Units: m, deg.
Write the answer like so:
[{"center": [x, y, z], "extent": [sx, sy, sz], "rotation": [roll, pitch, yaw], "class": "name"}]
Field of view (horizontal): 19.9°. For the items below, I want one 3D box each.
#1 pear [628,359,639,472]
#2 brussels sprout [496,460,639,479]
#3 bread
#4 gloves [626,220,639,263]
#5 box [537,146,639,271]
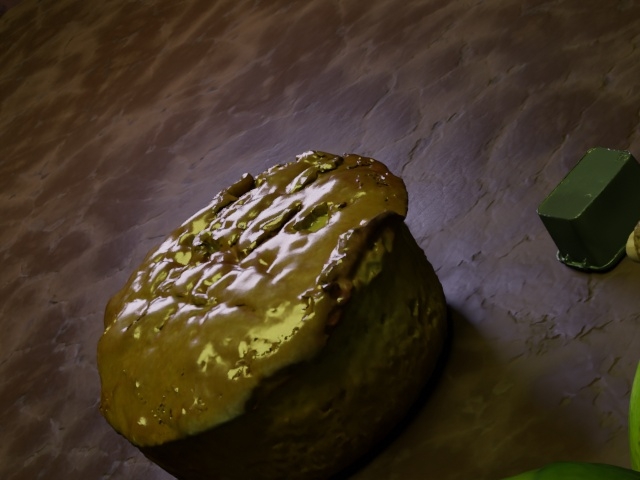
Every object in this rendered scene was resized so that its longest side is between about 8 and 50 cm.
[{"center": [0.347, 0.122, 1.246], "extent": [0.292, 0.292, 0.159], "rotation": [-20, 42, 32], "class": "pear"}, {"center": [0.157, 0.329, 1.188], "extent": [0.276, 0.315, 0.371], "rotation": [8, 87, 22], "class": "brussels sprout"}, {"center": [-0.049, 0.085, 1.886], "extent": [0.398, 0.215, 0.398], "rotation": [-28, 28, 17], "class": "bread"}, {"center": [0.377, 0.020, 1.519], "extent": [0.203, 0.155, 0.356], "rotation": [-11, 12, -1], "class": "gloves"}, {"center": [0.279, -0.034, 1.826], "extent": [0.122, 0.069, 0.084], "rotation": [-47, 30, -18], "class": "box"}]
